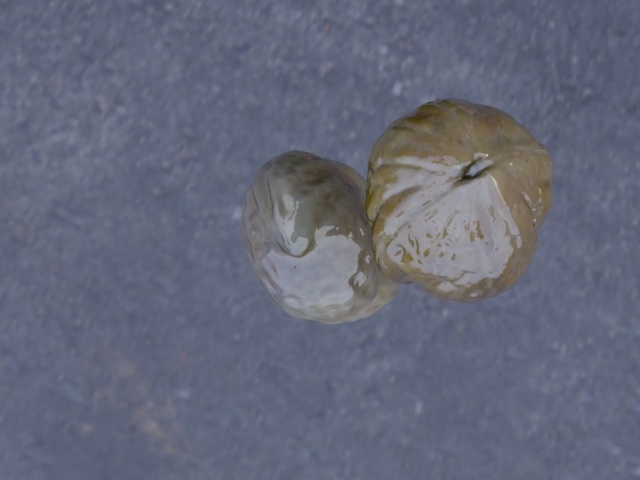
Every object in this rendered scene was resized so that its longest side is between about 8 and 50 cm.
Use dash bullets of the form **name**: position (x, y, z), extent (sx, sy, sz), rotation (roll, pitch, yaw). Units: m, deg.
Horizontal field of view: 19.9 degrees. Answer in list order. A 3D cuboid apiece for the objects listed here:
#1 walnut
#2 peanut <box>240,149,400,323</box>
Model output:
- **walnut**: position (0.071, -0.019, 0.946), extent (0.105, 0.105, 0.124), rotation (11, 164, 9)
- **peanut**: position (0.001, 0.000, 1.097), extent (0.085, 0.228, 0.104), rotation (-14, 87, 7)
